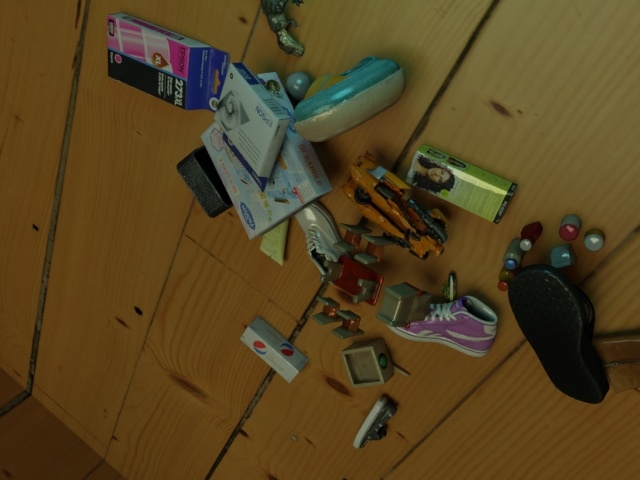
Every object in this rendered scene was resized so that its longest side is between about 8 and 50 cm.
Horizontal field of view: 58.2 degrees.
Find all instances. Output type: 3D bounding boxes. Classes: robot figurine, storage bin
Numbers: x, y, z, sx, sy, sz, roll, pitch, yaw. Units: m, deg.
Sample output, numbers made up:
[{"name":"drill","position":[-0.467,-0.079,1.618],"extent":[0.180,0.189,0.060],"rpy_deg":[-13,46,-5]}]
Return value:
[{"name":"robot figurine","position":[0.183,-0.073,1.356],"extent":[0.291,0.085,0.211],"rpy_deg":[40,161,5]},{"name":"storage bin","position":[-0.296,-0.170,1.598],"extent":[0.084,0.122,0.180],"rpy_deg":[-29,98,38]}]

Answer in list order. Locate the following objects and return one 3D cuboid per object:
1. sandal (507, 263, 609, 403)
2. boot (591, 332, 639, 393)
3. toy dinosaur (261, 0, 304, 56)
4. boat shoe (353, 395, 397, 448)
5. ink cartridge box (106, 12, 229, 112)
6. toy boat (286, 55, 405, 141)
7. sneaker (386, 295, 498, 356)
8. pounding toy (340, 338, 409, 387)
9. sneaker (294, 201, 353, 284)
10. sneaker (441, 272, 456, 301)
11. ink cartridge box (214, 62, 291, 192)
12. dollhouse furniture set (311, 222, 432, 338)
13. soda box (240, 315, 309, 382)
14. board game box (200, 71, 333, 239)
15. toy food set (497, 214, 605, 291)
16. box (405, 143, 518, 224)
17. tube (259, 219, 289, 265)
[{"name":"sandal","position":[0.536,0.190,1.273],"extent":[0.167,0.107,0.446],"rpy_deg":[14,145,47]},{"name":"boot","position":[0.763,0.296,1.225],"extent":[0.280,0.096,0.264],"rpy_deg":[-28,99,39]},{"name":"toy dinosaur","position":[-0.099,-0.556,1.315],"extent":[0.118,0.064,0.268],"rpy_deg":[-20,100,44]},{"name":"boat shoe","position":[0.170,0.567,1.747],"extent":[0.076,0.080,0.229],"rpy_deg":[32,119,15]},{"name":"ink cartridge box","position":[-0.418,-0.472,1.553],"extent":[0.370,0.069,0.176],"rpy_deg":[24,125,16]},{"name":"toy boat","position":[0.020,-0.321,1.277],"extent":[0.318,0.267,0.148],"rpy_deg":[12,132,63]},{"name":"sneaker","position":[0.297,0.179,1.426],"extent":[0.281,0.102,0.161],"rpy_deg":[12,137,13]},{"name":"pounding toy","position":[0.156,0.351,1.635],"extent":[0.141,0.100,0.130],"rpy_deg":[-18,91,34]},{"name":"sneaker","position":[0.000,0.000,1.529],"extent":[0.094,0.091,0.258],"rpy_deg":[-30,97,38]},{"name":"sneaker","position":[0.319,0.117,1.438],"extent":[0.035,0.031,0.083],"rpy_deg":[10,119,27]},{"name":"ink cartridge box","position":[-0.173,-0.261,1.352],"extent":[0.223,0.045,0.224],"rpy_deg":[51,137,28]},{"name":"dollhouse furniture set","position":[0.129,0.118,1.421],"extent":[0.259,0.135,0.262],"rpy_deg":[28,109,39]},{"name":"soda box","position":[-0.147,0.344,1.818],"extent":[0.216,0.069,0.074],"rpy_deg":[41,128,7]},{"name":"board game box","position":[-0.147,-0.201,1.458],"extent":[0.318,0.065,0.319],"rpy_deg":[-28,87,49]},{"name":"toy food set","position":[0.483,0.026,1.243],"extent":[0.232,0.104,0.111],"rpy_deg":[-21,103,37]},{"name":"box","position":[0.314,-0.128,1.293],"extent":[0.232,0.058,0.088],"rpy_deg":[26,126,16]},{"name":"tube","position":[-0.123,-0.044,1.608],"extent":[0.062,0.070,0.240],"rpy_deg":[3,127,-14]}]
